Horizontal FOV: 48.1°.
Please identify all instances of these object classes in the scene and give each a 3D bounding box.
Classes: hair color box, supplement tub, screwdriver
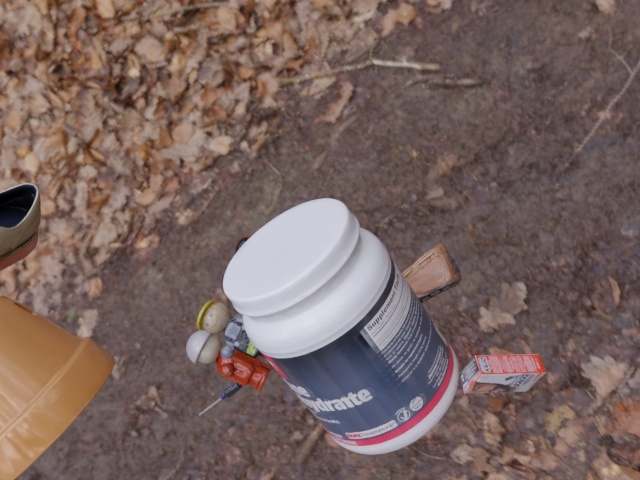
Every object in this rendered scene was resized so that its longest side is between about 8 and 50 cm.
[{"bbox_3d":[0.409,0.301,1.618,0.093,0.167,0.053,113,153,-48],"label":"hair color box"},{"bbox_3d":[0.029,0.105,0.859,0.191,0.272,0.191,-28,27,16],"label":"supplement tub"},{"bbox_3d":[-0.234,0.373,1.661,0.170,0.024,0.025,-46,74,32],"label":"screwdriver"}]

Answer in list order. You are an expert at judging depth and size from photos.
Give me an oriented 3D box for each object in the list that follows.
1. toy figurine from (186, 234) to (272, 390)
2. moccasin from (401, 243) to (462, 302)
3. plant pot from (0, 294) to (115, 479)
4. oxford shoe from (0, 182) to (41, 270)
[{"bbox_3d":[-0.114,0.110,1.142,0.148,0.209,0.213,26,61,3],"label":"toy figurine"},{"bbox_3d":[0.190,0.134,1.939,0.380,0.139,0.146,-34,76,28],"label":"moccasin"},{"bbox_3d":[-0.498,0.224,1.117,0.291,0.203,0.291,-39,15,12],"label":"plant pot"},{"bbox_3d":[-0.637,0.015,1.232,0.146,0.141,0.397,-58,0,36],"label":"oxford shoe"}]
